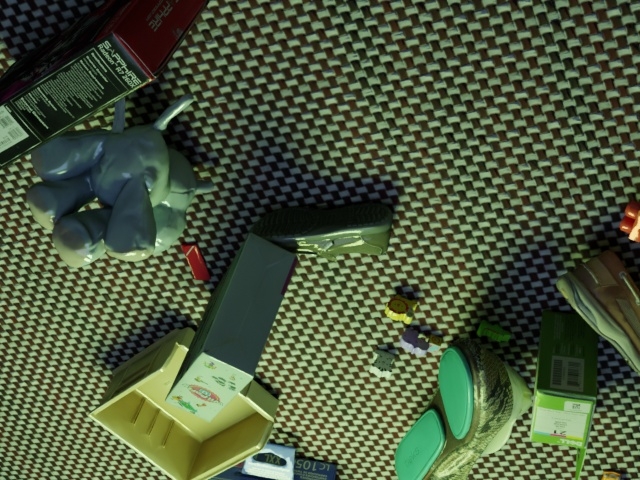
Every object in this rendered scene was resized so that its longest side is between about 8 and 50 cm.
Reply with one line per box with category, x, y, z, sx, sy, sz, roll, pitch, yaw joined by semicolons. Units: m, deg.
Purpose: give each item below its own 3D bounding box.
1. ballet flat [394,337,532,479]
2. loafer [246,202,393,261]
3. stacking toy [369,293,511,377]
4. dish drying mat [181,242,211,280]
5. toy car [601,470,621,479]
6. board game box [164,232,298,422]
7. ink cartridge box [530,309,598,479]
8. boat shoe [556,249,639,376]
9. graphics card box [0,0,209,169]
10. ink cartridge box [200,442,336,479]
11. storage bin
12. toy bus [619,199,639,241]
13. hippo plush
ballet flat;0.265;0.304;1.921;0.182;0.164;0.483;-5;146;-15
loafer;0.000;0.000;1.806;0.251;0.094;0.087;-3;124;19
stacking toy;0.204;0.194;1.941;0.221;0.052;0.167;17;133;1
dish drying mat;-0.222;0.039;1.964;0.032;0.008;0.083;-3;128;18
toy car;0.582;0.479;2.078;0.122;0.040;0.060;21;132;-1
board game box;-0.152;0.153;1.841;0.097;0.224;0.303;26;152;-8
ink cartridge box;0.405;0.276;1.857;0.097;0.189;0.255;7;131;10
boat shoe;0.507;0.131;1.750;0.116;0.123;0.324;-44;125;8
graphics card box;-0.355;-0.248;1.607;0.371;0.233;0.094;-24;118;33
ink cartridge box;-0.112;0.580;2.300;0.269;0.151;0.396;9;133;6
storage bin;-0.260;0.327;2.146;0.262;0.123;0.260;42;129;-19
toy bus;0.547;0.015;1.633;0.211;0.149;0.220;19;136;18
hippo plush;-0.310;-0.095;1.737;0.234;0.236;0.294;16;90;13
